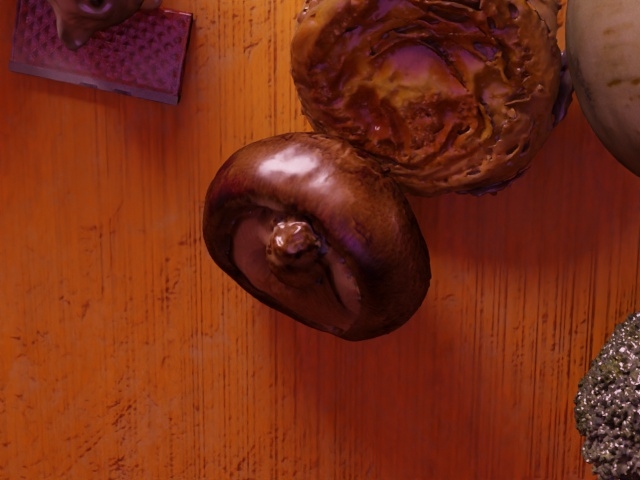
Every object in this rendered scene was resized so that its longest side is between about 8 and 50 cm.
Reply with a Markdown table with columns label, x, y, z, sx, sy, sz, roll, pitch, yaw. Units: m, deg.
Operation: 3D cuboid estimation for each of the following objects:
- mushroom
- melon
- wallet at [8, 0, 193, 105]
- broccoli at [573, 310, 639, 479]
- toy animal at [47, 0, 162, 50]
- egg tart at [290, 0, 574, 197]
| label | x | y | z | sx | sy | sz | roll | pitch | yaw |
| --- | --- | --- | --- | --- | --- | --- | --- | --- | --- |
| mushroom | 0.000 | 0.000 | 1.138 | 0.253 | 0.253 | 0.153 | 39 | 63 | -2 |
| melon | 0.352 | -0.186 | 1.028 | 0.271 | 0.272 | 0.308 | -17 | 68 | 11 |
| wallet | -0.242 | -0.217 | 1.219 | 0.196 | 0.020 | 0.103 | 11 | 104 | 5 |
| broccoli | 0.436 | 0.191 | 1.158 | 0.361 | 0.252 | 0.221 | 25 | 112 | -34 |
| toy animal | -0.325 | -0.281 | 1.129 | 0.308 | 0.188 | 0.266 | -40 | 51 | -20 |
| egg tart | 0.114 | -0.180 | 1.134 | 0.297 | 0.132 | 0.297 | 4 | 117 | 8 |
